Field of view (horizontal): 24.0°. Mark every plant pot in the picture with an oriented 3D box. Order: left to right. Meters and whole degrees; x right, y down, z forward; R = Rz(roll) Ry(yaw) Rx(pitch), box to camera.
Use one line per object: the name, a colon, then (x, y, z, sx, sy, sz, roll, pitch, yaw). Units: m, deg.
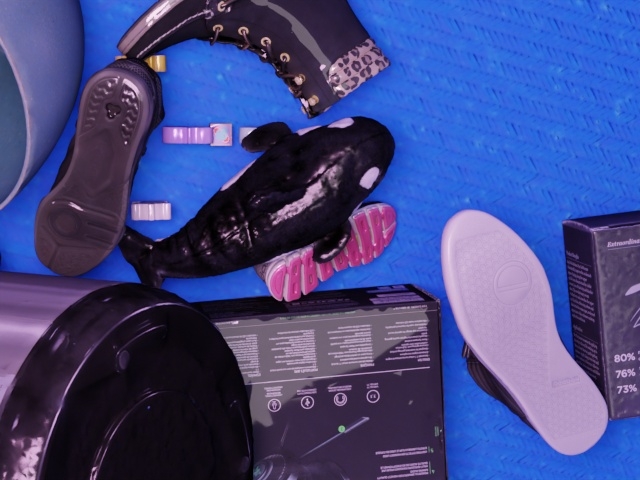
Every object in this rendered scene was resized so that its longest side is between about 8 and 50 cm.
plant pot: (-0.332, -0.187, 1.396, 0.290, 0.195, 0.290, 16, 127, 22)

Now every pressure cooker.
pressure cooker: (-0.314, 0.198, 1.343, 0.420, 0.370, 0.375, 3, 119, 27)

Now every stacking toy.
stacking toy: (-0.094, -0.108, 1.529, 0.221, 0.052, 0.167, -2, 96, -9)

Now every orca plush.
orca plush: (-0.067, -0.045, 1.447, 0.287, 0.102, 0.151, -14, 79, 7)

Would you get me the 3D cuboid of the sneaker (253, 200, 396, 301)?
sneaker: (0.000, 0.000, 1.548, 0.170, 0.075, 0.063, -30, 127, -25)

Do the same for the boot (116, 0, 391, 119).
boot: (-0.060, -0.190, 1.474, 0.236, 0.085, 0.178, -34, 95, -15)

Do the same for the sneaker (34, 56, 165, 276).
sneaker: (-0.207, -0.076, 1.451, 0.087, 0.130, 0.227, 20, 114, 0)

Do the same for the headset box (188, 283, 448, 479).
headset box: (-0.002, 0.199, 1.532, 0.246, 0.131, 0.283, -5, 96, -8)

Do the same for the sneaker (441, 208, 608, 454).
sneaker: (0.175, 0.082, 1.526, 0.104, 0.147, 0.295, -37, 116, -11)

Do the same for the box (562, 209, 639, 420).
box: (0.349, 0.072, 1.582, 0.153, 0.108, 0.207, -6, 96, -7)
